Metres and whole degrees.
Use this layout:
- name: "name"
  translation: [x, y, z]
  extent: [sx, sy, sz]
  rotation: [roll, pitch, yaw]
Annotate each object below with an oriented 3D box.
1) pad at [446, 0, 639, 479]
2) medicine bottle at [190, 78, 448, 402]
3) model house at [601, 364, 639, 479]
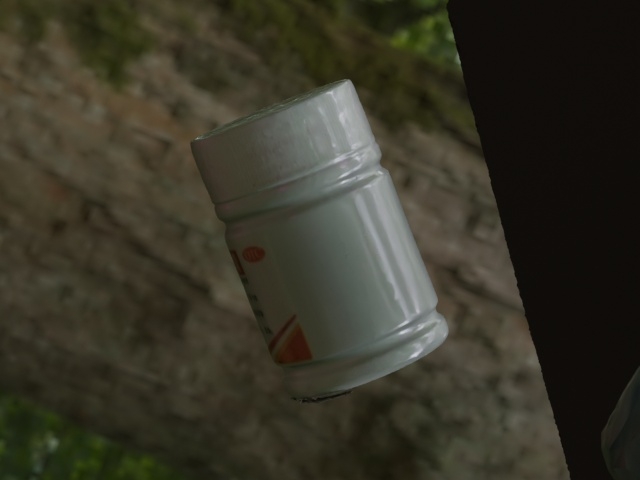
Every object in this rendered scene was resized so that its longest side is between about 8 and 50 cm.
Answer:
- name: "pad"
  translation: [0.163, -0.015, 0.931]
  extent: [0.159, 0.009, 0.265]
  rotation: [-17, -98, 22]
- name: "medicine bottle"
  translation: [0.000, 0.000, 0.618]
  extent: [0.089, 0.057, 0.057]
  rotation: [68, -19, -7]
- name: "model house"
  translation: [0.212, 0.178, 0.738]
  extent: [0.360, 0.339, 0.297]
  rotation: [-67, -154, 19]
